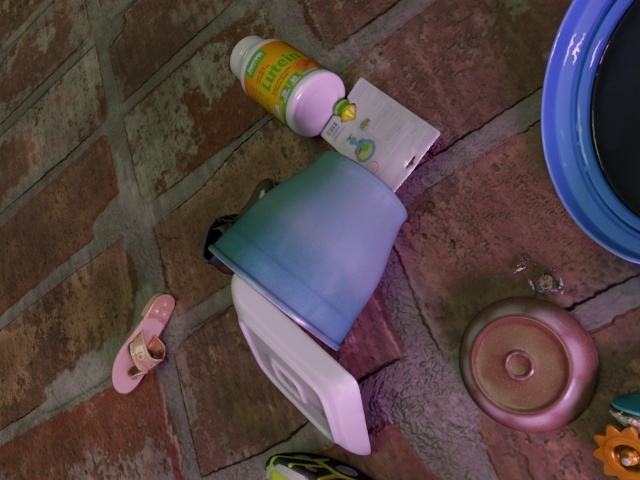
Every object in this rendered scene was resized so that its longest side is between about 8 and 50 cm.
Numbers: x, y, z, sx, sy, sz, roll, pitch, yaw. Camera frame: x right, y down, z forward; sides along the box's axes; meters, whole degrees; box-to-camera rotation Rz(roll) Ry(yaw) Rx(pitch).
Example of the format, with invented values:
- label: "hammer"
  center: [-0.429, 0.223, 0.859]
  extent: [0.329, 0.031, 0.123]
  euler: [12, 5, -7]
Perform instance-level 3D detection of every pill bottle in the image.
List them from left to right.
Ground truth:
- label: "pill bottle"
  center: [-0.077, -0.324, 1.108]
  extent: [0.246, 0.136, 0.136]
  euler: [42, 101, 33]

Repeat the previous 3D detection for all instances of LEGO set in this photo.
- label: "LEGO set"
  center: [0.333, 0.058, 0.822]
  extent: [0.054, 0.023, 0.083]
  euler: [-38, 47, 16]

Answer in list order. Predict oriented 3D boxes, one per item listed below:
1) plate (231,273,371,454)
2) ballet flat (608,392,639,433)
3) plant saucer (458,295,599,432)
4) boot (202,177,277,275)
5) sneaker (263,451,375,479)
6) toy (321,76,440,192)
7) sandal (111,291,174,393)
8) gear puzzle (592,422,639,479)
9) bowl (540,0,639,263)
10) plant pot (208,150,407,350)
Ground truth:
- label: "plate"
  center: [-0.039, 0.214, 0.878]
  extent: [0.045, 0.277, 0.278]
  euler: [-39, 54, -22]
- label: "ballet flat"
  center: [0.481, 0.223, 0.648]
  extent: [0.241, 0.091, 0.077]
  euler: [-13, 93, 33]
- label: "plant saucer"
  center: [0.292, 0.179, 0.792]
  extent: [0.199, 0.036, 0.198]
  euler: [-4, 83, 33]
- label: "boot"
  center: [-0.160, -0.033, 1.105]
  extent: [0.082, 0.106, 0.219]
  euler: [20, 89, 34]
- label: "sneaker"
  center: [0.053, 0.447, 0.825]
  extent: [0.385, 0.145, 0.147]
  euler: [17, 87, 36]
- label: "toy"
  center: [0.111, -0.189, 1.004]
  extent: [0.136, 0.056, 0.237]
  euler: [-53, 52, 14]
- label: "sandal"
  center: [-0.372, 0.233, 1.185]
  extent: [0.079, 0.088, 0.239]
  euler: [19, 83, 41]
- label: "gear puzzle"
  center: [0.472, 0.338, 0.621]
  extent: [0.339, 0.044, 0.175]
  euler: [36, 128, 32]
- label: "bowl"
  center: [0.417, -0.166, 0.649]
  extent: [0.077, 0.391, 0.390]
  euler: [-5, 69, -14]
- label: "plant pot"
  center: [0.000, 0.000, 0.914]
  extent: [0.272, 0.271, 0.255]
  euler: [35, 83, 34]
